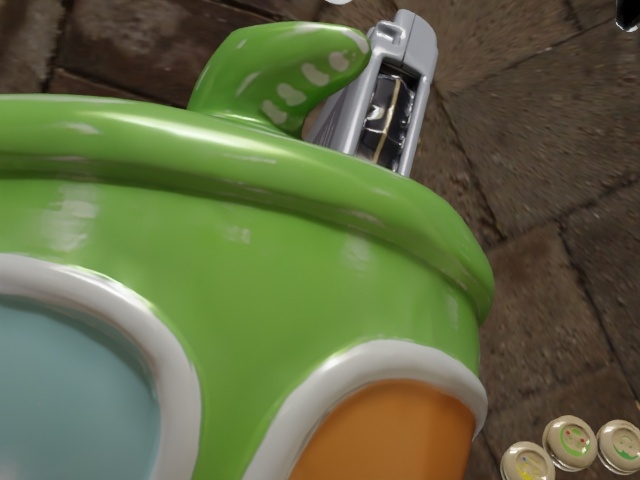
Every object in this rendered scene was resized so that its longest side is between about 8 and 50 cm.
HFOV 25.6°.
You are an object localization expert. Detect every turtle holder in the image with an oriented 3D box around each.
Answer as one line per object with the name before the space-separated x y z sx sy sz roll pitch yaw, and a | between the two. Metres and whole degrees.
turtle holder | -0.104 0.059 0.502 0.320 0.243 0.227 9 73 -3

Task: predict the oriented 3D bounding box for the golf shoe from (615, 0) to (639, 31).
golf shoe | 0.316 -0.278 1.324 0.077 0.198 0.094 33 62 33

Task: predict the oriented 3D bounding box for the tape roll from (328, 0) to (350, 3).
tape roll | -0.050 -0.402 1.301 0.072 0.392 0.392 -33 93 -7

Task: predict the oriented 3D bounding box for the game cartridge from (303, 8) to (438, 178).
game cartridge | 0.000 0.000 0.956 0.060 0.294 0.196 27 138 -11

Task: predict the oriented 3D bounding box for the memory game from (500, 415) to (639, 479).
memory game | 0.185 0.196 0.885 0.186 0.012 0.186 10 60 -18
